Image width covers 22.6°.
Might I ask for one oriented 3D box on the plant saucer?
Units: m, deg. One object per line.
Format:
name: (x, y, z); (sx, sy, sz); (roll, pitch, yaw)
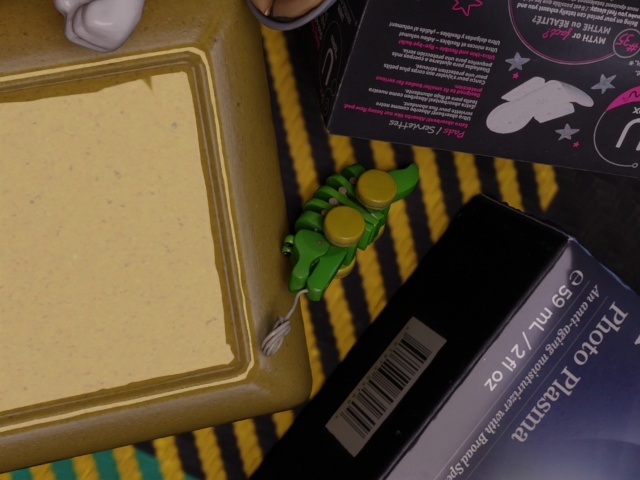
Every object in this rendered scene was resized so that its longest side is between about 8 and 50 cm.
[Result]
plant saucer: (-0.175, -0.003, 1.063); (0.332, 0.081, 0.333); (-11, 102, -13)

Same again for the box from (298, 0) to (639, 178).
box: (0.123, -0.151, 1.057); (0.247, 0.163, 0.142); (8, 126, -17)

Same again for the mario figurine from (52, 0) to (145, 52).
mario figurine: (-0.137, -0.240, 0.928); (0.320, 0.170, 0.198); (-31, 65, 19)

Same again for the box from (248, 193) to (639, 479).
box: (0.155, 0.178, 1.136); (0.294, 0.183, 0.296); (38, 89, -20)

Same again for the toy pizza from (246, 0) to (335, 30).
toy pizza: (-0.013, -0.232, 1.000); (0.032, 0.201, 0.201); (10, 98, -29)

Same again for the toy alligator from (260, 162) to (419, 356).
toy alligator: (0.000, 0.000, 1.107); (0.051, 0.056, 0.190); (35, 60, 12)
